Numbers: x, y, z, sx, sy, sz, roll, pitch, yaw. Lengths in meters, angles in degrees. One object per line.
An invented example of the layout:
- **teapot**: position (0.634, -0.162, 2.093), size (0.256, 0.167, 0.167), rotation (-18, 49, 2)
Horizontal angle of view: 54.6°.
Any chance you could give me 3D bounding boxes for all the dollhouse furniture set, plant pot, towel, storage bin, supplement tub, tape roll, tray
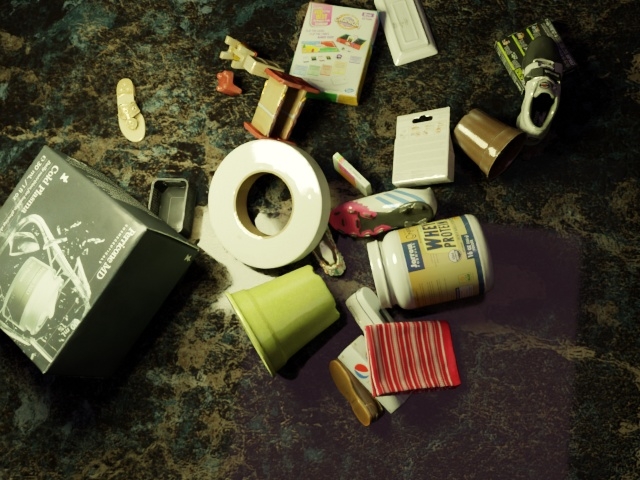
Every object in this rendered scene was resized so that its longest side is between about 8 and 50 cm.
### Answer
- **dollhouse furniture set**: position (-0.190, -0.480, 1.992), size (0.374, 0.152, 0.201), rotation (46, 119, 39)
- **plant pot**: position (-0.095, 0.207, 1.772), size (0.254, 0.276, 0.276), rotation (-30, 73, -12)
- **towel**: position (0.257, 0.323, 1.718), size (0.275, 0.031, 0.198), rotation (0, 73, -24)
- **storage bin**: position (-0.475, -0.101, 1.982), size (0.122, 0.084, 0.180), rotation (2, 77, 9)
- **supplement tub**: position (0.304, 0.066, 1.739), size (0.317, 0.228, 0.228), rotation (-13, 74, 5)
- **plant pot**: position (0.492, -0.297, 1.845), size (0.167, 0.167, 0.165), rotation (-46, 66, -4)
- **tape roll**: position (-0.158, -0.108, 1.866), size (0.393, 0.072, 0.391), rotation (2, 95, 24)
- **tray**: position (0.279, -0.716, 2.045), size (0.145, 0.030, 0.270), rotation (-17, 74, 6)

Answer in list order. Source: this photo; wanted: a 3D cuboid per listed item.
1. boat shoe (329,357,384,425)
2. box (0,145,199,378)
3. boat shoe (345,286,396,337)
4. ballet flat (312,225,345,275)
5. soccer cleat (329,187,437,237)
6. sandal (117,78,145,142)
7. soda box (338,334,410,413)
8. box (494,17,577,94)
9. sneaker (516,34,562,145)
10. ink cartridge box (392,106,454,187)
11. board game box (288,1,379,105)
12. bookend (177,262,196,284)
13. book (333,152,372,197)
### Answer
- **boat shoe**: position (0.103, 0.424, 1.770), size (0.073, 0.073, 0.206), rotation (-22, 73, -36)
- **box**: position (-0.707, 0.067, 1.812), size (0.472, 0.297, 0.479), rotation (35, 90, 23)
- **boat shoe**: position (0.166, 0.266, 1.786), size (0.088, 0.096, 0.267), rotation (-38, 85, 30)
- **ballet flat**: position (0.000, 0.000, 1.884), size (0.091, 0.077, 0.241), rotation (-35, 73, 0)
- **soccer cleat**: position (0.191, -0.091, 1.872), size (0.332, 0.115, 0.143), rotation (-4, 33, 22)
- **sandal**: position (-0.661, -0.452, 2.102), size (0.088, 0.079, 0.239), rotation (-16, 74, 5)
- **soda box**: position (0.156, 0.374, 1.744), size (0.216, 0.074, 0.069), rotation (45, 126, 11)
- **box**: position (0.672, -0.576, 1.939), size (0.184, 0.045, 0.190), rotation (-25, 74, 5)
- **sneaker**: position (0.661, -0.456, 1.827), size (0.123, 0.146, 0.330), rotation (5, 87, 5)
- **ink cartridge box**: position (0.315, -0.279, 1.884), size (0.181, 0.056, 0.224), rotation (-4, 72, 33)
- **board game box**: position (0.043, -0.616, 2.039), size (0.243, 0.064, 0.316), rotation (13, 78, 12)
- **bookend**: position (-0.499, 0.110, 1.938), size (0.157, 0.072, 0.156), rotation (22, 81, 13)
- **book**: position (0.099, -0.201, 1.908), size (0.035, 0.096, 0.144), rotation (-43, 74, -3)
